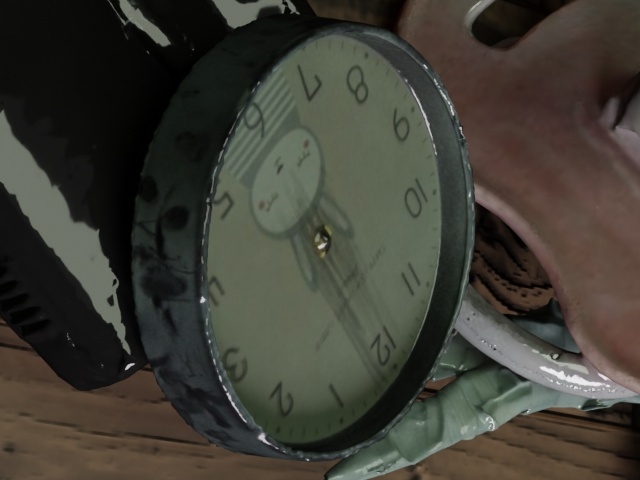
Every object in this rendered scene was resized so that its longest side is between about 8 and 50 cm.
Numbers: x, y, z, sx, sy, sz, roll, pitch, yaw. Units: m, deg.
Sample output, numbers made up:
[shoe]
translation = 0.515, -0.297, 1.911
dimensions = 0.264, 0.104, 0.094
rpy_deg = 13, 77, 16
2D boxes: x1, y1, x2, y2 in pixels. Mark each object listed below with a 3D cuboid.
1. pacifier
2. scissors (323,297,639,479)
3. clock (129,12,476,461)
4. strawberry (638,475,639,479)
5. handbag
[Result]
[pacifier]
translation = 0.189, -0.063, 0.899
dimensions = 0.332, 0.273, 0.220
rpy_deg = 51, 36, 12
[scissors]
translation = 0.138, 0.061, 0.942
dimensions = 0.383, 0.029, 0.256
rpy_deg = -6, 62, -30
[clock]
translation = 0.000, 0.000, 0.785
dimensions = 0.215, 0.042, 0.215
rpy_deg = -11, 104, -50
[strawberry]
translation = 0.256, 0.169, 1.002
dimensions = 0.145, 0.086, 0.145
rpy_deg = 14, 52, -18
[handbag]
translation = -0.113, -0.095, 0.784
dimensions = 0.275, 0.088, 0.244
rpy_deg = 53, 55, -14
